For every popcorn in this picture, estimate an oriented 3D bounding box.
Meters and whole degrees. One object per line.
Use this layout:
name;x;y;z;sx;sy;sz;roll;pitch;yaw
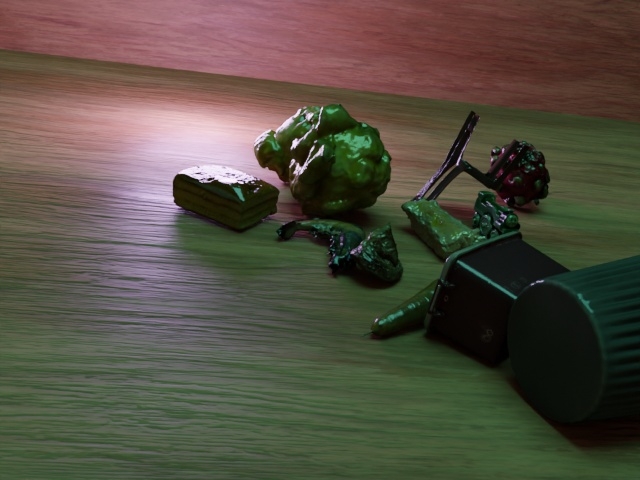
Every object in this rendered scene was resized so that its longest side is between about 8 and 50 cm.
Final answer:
popcorn;0.050;-0.190;2.037;0.279;0.274;0.335;18;-8;-22
popcorn;-0.037;-0.266;2.274;0.286;0.225;0.174;-27;31;10

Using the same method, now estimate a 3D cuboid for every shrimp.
shrimp;0.000;0.000;1.846;0.222;0.054;0.290;8;23;-1

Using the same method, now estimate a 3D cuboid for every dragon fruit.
dragon fruit;0.621;-0.215;2.384;0.218;0.198;0.273;30;26;6

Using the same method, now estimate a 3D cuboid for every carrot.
carrot;0.191;0.146;1.564;0.298;0.078;0.078;-21;36;-40

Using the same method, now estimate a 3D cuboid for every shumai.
shumai;0.137;0.033;1.733;0.139;0.105;0.123;-20;54;-33

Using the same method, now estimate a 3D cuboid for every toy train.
toy train;0.481;-0.059;2.096;0.071;0.105;0.178;4;23;-22

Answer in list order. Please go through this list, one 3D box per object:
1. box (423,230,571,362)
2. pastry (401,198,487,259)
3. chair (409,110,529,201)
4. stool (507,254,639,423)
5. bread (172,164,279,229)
box;0.367;0.113;1.540;0.167;0.193;0.294;32;32;34
pastry;0.306;-0.031;1.985;0.121;0.089;0.258;-7;26;-25
chair;0.421;-0.189;2.209;0.183;0.326;0.175;32;14;-5
stool;0.536;0.170;1.343;0.330;0.297;0.297;-6;26;-24
bread;-0.246;-0.122;1.979;0.234;0.111;0.184;19;24;25
